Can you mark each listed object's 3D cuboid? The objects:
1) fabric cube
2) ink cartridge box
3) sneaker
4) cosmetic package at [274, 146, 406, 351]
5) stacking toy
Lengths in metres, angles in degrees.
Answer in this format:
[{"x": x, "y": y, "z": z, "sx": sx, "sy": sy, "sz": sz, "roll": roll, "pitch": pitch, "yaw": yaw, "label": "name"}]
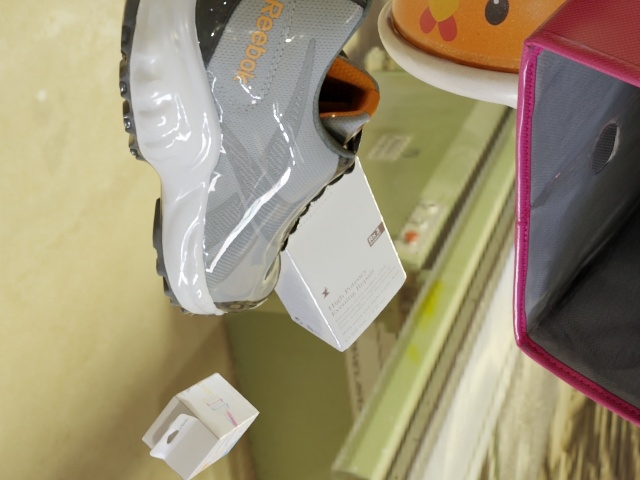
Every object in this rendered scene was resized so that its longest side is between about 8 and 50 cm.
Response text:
[{"x": 0.274, "y": -0.038, "z": 0.511, "sx": 0.258, "sy": 0.254, "sz": 0.259, "roll": -47, "pitch": 149, "yaw": -24, "label": "fabric cube"}, {"x": -0.172, "y": 0.264, "z": 1.421, "sx": 0.092, "sy": 0.090, "sz": 0.143, "roll": -53, "pitch": 168, "yaw": 21, "label": "ink cartridge box"}, {"x": -0.028, "y": -0.037, "z": 0.489, "sx": 0.271, "sy": 0.108, "sz": 0.100, "roll": 93, "pitch": -3, "yaw": -62, "label": "sneaker"}, {"x": 0.000, "y": 0.000, "z": 1.019, "sx": 0.117, "sy": 0.085, "sz": 0.231, "roll": -49, "pitch": 145, "yaw": -16, "label": "cosmetic package"}, {"x": 0.230, "y": -0.403, "z": 0.998, "sx": 0.350, "sy": 0.351, "sz": 0.479, "roll": -57, "pitch": 150, "yaw": -52, "label": "stacking toy"}]
